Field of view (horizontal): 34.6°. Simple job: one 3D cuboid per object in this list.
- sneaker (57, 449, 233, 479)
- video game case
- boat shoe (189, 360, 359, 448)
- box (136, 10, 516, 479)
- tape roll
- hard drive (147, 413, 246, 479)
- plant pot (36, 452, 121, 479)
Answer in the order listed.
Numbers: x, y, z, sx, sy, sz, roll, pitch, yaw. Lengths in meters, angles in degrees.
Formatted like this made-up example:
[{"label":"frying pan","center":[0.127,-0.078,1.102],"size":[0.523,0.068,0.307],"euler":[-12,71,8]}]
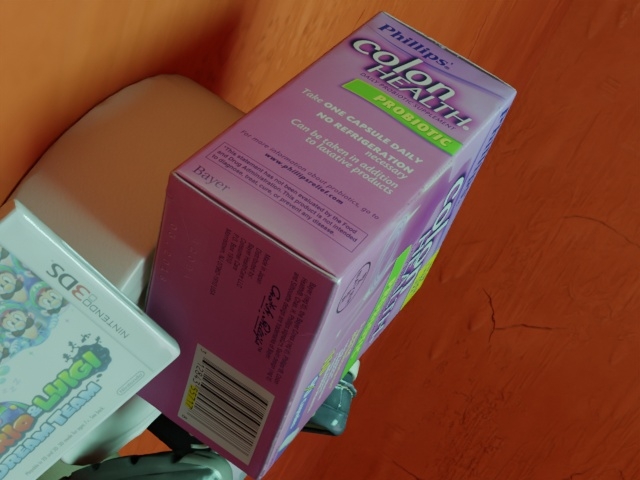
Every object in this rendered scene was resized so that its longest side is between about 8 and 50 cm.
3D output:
[{"label":"sneaker","center":[-0.182,0.224,0.753],"size":[0.267,0.106,0.101],"euler":[-19,165,12]},{"label":"video game case","center":[-0.184,0.073,0.591],"size":[0.157,0.019,0.143],"euler":[-41,125,1]},{"label":"boat shoe","center":[-0.086,0.137,0.912],"size":[0.095,0.255,0.079],"euler":[54,41,-52]},{"label":"box","center":[0.000,0.000,0.702],"size":[0.243,0.117,0.213],"euler":[-46,163,-43]},{"label":"tape roll","center":[-0.134,0.024,0.760],"size":[0.286,0.100,0.286],"euler":[-53,168,-17]},{"label":"hard drive","center":[-0.080,0.101,1.017],"size":[0.254,0.172,0.054],"euler":[-56,144,-5]},{"label":"plant pot","center":[-0.235,0.326,0.921],"size":[0.284,0.191,0.284],"euler":[-52,166,-19]}]
